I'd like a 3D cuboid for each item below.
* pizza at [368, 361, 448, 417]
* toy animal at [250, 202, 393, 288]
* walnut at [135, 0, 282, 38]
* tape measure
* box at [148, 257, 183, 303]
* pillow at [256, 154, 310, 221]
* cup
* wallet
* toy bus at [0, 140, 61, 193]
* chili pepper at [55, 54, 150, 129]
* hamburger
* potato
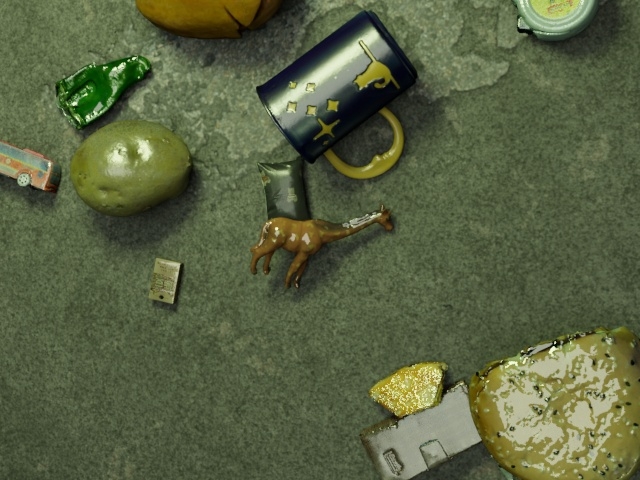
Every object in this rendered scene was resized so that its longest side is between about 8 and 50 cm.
[{"bbox_3d":[0.170,0.281,1.924,0.160,0.036,0.099,-25,57,14],"label":"pizza"},{"bbox_3d":[0.000,0.000,1.938,0.224,0.066,0.230,24,110,-18],"label":"toy animal"},{"bbox_3d":[-0.219,-0.474,1.918,0.336,0.209,0.209,2,93,25],"label":"walnut"},{"bbox_3d":[0.493,-0.461,1.811,0.330,0.084,0.164,-17,91,14],"label":"tape measure"},{"bbox_3d":[-0.305,0.079,2.040,0.053,0.024,0.083,11,93,12],"label":"box"},{"bbox_3d":[-0.066,-0.084,1.968,0.090,0.048,0.150,-8,91,16],"label":"pillow"},{"bbox_3d":[0.055,-0.263,1.905,0.256,0.255,0.178,-35,47,9],"label":"cup"},{"bbox_3d":[0.196,0.365,1.931,0.230,0.042,0.124,-29,80,9],"label":"wallet"},{"bbox_3d":[-0.618,-0.155,2.080,0.192,0.065,0.077,21,89,11],"label":"toy bus"},{"bbox_3d":[-0.430,-0.299,2.036,0.216,0.062,0.108,-26,93,12],"label":"chili pepper"},{"bbox_3d":[0.435,0.301,1.800,0.317,0.195,0.277,-22,84,8],"label":"hamburger"},{"bbox_3d":[-0.362,-0.139,1.982,0.235,0.160,0.178,-2,112,3],"label":"potato"}]
